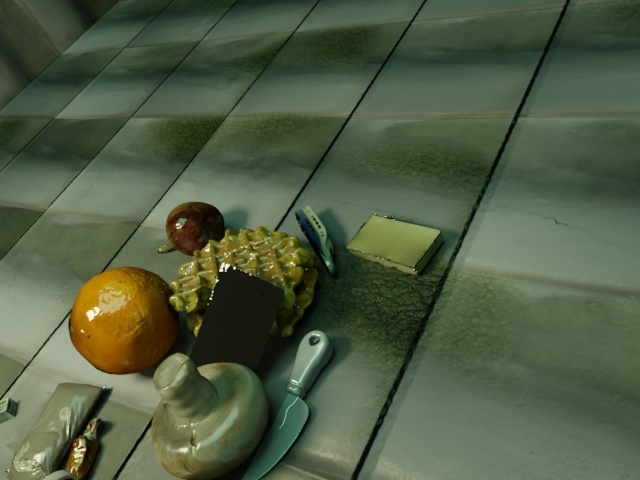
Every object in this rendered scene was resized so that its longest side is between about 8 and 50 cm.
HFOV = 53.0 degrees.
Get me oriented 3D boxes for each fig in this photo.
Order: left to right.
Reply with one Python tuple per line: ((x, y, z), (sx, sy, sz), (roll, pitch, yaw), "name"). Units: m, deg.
((-0.363, -0.032, 1.717), (0.230, 0.143, 0.160), (4, 20, 41), "fig")

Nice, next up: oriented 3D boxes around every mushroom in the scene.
((-0.230, 0.319, 1.219), (0.243, 0.244, 0.244), (-16, 43, 15), "mushroom")

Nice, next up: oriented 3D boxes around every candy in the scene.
((-0.510, 0.457, 1.371), (0.053, 0.046, 0.182), (-11, 46, 22), "candy")

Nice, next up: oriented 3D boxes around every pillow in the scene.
((-0.605, 0.427, 1.447), (0.169, 0.059, 0.255), (-4, 48, 30), "pillow")

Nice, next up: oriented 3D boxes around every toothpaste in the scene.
((-0.828, 0.440, 1.574), (0.164, 0.034, 0.046), (-25, 41, 5), "toothpaste")

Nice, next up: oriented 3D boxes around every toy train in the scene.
((0.000, 0.000, 1.545), (0.051, 0.052, 0.234), (-27, 41, -5), "toy train")

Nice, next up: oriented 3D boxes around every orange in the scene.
((-0.443, 0.181, 1.461), (0.246, 0.246, 0.246), (-16, 43, 15), "orange")

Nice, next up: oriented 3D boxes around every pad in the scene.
((-0.182, 0.195, 1.344), (0.159, 0.009, 0.265), (22, 96, 21), "pad")

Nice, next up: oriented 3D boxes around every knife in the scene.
((-0.054, 0.328, 1.259), (0.080, 0.044, 0.331), (8, 58, 30), "knife")

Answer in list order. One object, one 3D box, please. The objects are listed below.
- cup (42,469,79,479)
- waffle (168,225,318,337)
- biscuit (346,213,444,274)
((-0.567, 0.539, 1.202), (0.166, 0.202, 0.221), (-13, 44, 14), "cup")
((-0.168, 0.098, 1.465), (0.324, 0.151, 0.261), (-3, 45, 19), "waffle")
((0.167, 0.005, 1.455), (0.199, 0.041, 0.121), (18, 61, 42), "biscuit")
